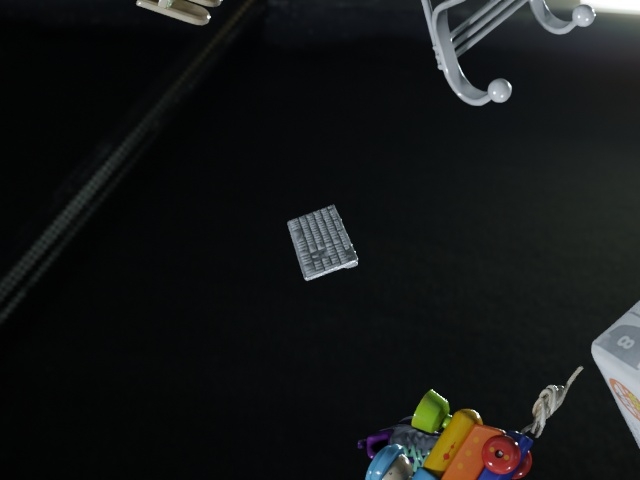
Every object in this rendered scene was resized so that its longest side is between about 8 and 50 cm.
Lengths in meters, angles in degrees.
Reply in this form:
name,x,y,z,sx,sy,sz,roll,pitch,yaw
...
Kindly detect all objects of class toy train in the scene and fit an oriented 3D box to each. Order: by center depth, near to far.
name,x,y,z,sx,sy,sz,roll,pitch,yaw
toy train,0.167,0.211,1.535,0.143,0.105,0.248,31,-93,21

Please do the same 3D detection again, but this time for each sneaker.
name,x,y,z,sx,sy,sz,roll,pitch,yaw
sneaker,0.143,0.307,1.903,0.098,0.083,0.223,-12,-170,-27

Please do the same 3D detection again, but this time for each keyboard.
name,x,y,z,sx,sy,sz,roll,pitch,yaw
keyboard,0.000,0.000,1.851,0.072,0.014,0.256,-15,-162,-2

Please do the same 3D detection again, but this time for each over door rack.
name,x,y,z,sx,sy,sz,roll,pitch,yaw
over door rack,0.146,-0.297,1.040,0.239,0.324,0.108,-41,-150,-25

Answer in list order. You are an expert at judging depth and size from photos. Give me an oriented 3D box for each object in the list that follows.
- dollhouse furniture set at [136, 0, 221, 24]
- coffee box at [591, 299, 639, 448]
name,x,y,z,sx,sy,sz,roll,pitch,yaw
dollhouse furniture set,-0.109,-0.404,1.753,0.161,0.212,0.242,18,-151,-1
coffee box,0.405,0.122,0.659,0.337,0.338,0.334,-39,-146,-11
